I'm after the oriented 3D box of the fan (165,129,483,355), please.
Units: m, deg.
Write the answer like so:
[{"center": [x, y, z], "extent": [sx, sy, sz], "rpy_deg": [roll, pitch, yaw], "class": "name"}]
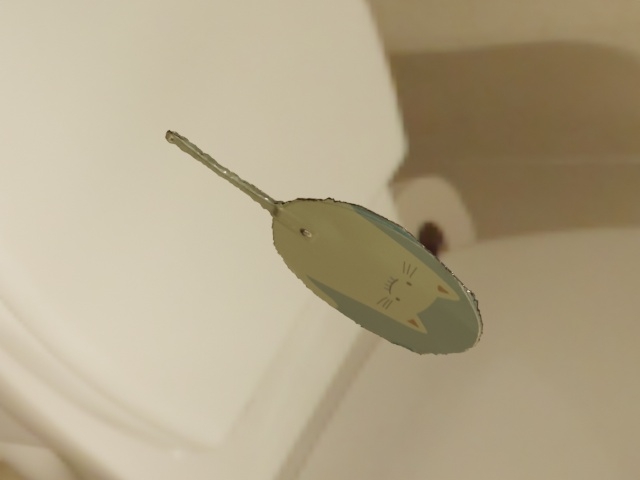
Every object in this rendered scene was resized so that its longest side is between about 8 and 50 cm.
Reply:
[{"center": [0.000, 0.000, 0.796], "extent": [0.175, 0.113, 0.005], "rpy_deg": [34, 65, -3], "class": "fan"}]
